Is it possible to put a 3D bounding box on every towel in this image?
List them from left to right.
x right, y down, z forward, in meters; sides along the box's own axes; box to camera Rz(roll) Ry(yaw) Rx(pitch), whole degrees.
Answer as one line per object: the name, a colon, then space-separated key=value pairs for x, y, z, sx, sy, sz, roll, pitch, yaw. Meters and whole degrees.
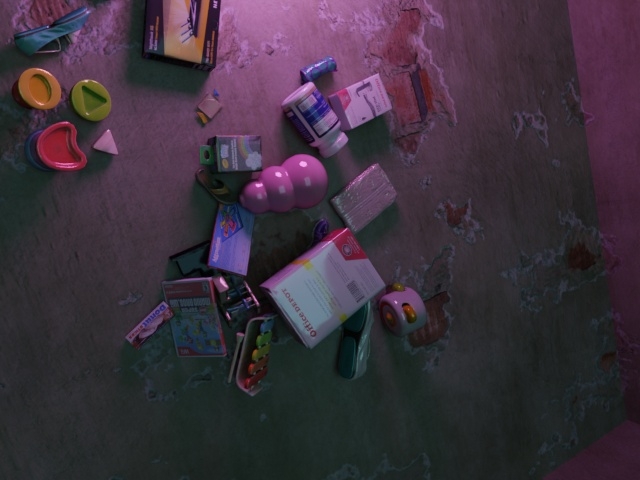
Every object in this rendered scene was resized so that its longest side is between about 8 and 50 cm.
towel: x=0.183 y=-0.176 z=2.115 sx=0.282 sy=0.049 sz=0.187 roll=-39 pitch=108 yaw=-17

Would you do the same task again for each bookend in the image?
bookend: x=-0.439 y=0.101 z=1.828 sx=0.156 sy=0.072 sz=0.157 roll=-26 pitch=106 yaw=-20

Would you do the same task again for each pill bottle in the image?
pill bottle: x=-0.017 y=-0.456 z=1.937 sx=0.153 sy=0.153 sz=0.265 roll=-44 pitch=111 yaw=-16

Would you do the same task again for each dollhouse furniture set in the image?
dollhouse furniture set: x=-0.302 y=0.202 z=1.818 sx=0.129 sy=0.184 sz=0.129 roll=-24 pitch=60 yaw=-22

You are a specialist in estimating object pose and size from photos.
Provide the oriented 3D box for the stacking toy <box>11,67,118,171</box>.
stacking toy: x=-0.821 y=-0.377 z=1.617 sx=0.279 sy=0.130 sz=0.309 roll=-19 pitch=107 yaw=-50

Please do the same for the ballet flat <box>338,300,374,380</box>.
ballet flat: x=0.161 y=0.384 z=2.118 sx=0.139 sy=0.139 sz=0.400 roll=7 pitch=92 yaw=-26

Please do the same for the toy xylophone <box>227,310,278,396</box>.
toy xylophone: x=-0.249 y=0.422 z=1.877 sx=0.081 sy=0.236 sz=0.323 roll=13 pitch=101 yaw=14

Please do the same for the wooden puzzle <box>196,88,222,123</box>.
wooden puzzle: x=-0.404 y=-0.486 z=1.829 sx=0.116 sy=0.014 sz=0.078 roll=-47 pitch=116 yaw=-14

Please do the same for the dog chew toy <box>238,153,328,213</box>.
dog chew toy: x=-0.142 y=-0.196 z=1.883 sx=0.331 sy=0.206 sz=0.207 roll=-19 pitch=102 yaw=-14

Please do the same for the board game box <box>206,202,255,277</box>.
board game box: x=-0.320 y=-0.013 z=1.832 sx=0.145 sy=0.027 sz=0.281 roll=20 pitch=59 yaw=-26

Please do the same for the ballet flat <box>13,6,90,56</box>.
ballet flat: x=-0.826 y=-0.648 z=1.588 sx=0.247 sy=0.083 sz=0.087 roll=-34 pitch=132 yaw=-19

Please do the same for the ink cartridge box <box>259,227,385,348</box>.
ink cartridge box: x=0.005 y=0.174 z=1.907 sx=0.384 sy=0.160 sz=0.279 roll=-37 pitch=102 yaw=-18

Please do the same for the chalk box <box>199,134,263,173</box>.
chalk box: x=-0.330 y=-0.307 z=1.814 sx=0.213 sy=0.132 sz=0.132 roll=-5 pitch=97 yaw=-24

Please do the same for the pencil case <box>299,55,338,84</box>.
pencil case: x=-0.008 y=-0.663 z=1.972 sx=0.151 sy=0.064 sz=0.070 roll=-34 pitch=92 yaw=-19

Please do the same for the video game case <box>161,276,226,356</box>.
video game case: x=-0.448 y=0.275 z=1.789 sx=0.025 sy=0.204 sz=0.285 roll=-31 pitch=113 yaw=-66

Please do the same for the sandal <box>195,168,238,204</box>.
sandal: x=-0.373 y=-0.195 z=1.832 sx=0.180 sy=0.049 sz=0.072 roll=42 pitch=54 yaw=-16

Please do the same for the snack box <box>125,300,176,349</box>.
snack box: x=-0.596 y=0.299 z=1.776 sx=0.064 sy=0.022 sz=0.178 roll=44 pitch=80 yaw=7

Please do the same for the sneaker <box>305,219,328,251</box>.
sneaker: x=0.000 y=0.000 z=2.028 sx=0.068 sy=0.071 sz=0.170 roll=21 pitch=84 yaw=-26

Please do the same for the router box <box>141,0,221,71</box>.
router box: x=-0.474 y=-0.764 z=1.733 sx=0.242 sy=0.081 sz=0.309 roll=3 pitch=93 yaw=-25

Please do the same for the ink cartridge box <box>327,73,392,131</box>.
ink cartridge box: x=0.163 y=-0.558 z=2.048 sx=0.217 sy=0.092 sz=0.159 roll=-31 pitch=107 yaw=-22

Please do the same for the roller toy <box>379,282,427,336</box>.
roller toy: x=0.345 y=0.308 z=2.148 sx=0.146 sy=0.209 sz=0.191 roll=-20 pitch=131 yaw=-22
